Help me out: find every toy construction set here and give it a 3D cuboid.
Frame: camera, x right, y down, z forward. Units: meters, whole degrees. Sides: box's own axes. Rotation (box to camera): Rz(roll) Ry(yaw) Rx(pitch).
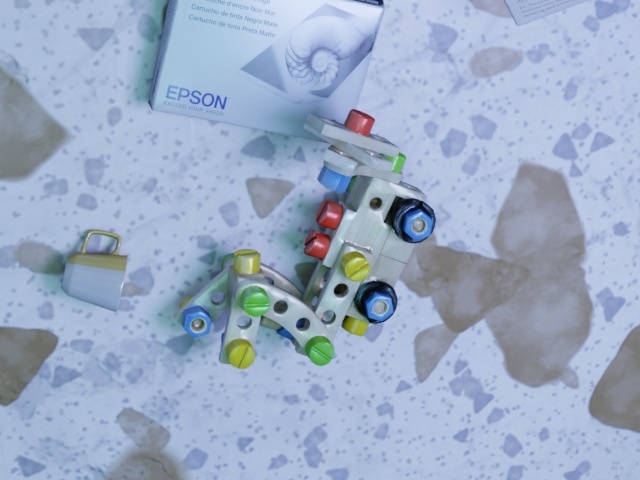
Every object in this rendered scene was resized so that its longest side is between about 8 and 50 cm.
[{"bbox_3d":[0.000,0.000,1.610,0.215,0.151,0.327,20,118,-19],"label":"toy construction set"}]

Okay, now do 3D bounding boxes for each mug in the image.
[{"bbox_3d":[-0.245,0.035,1.612,0.064,0.078,0.062,11,140,-9],"label":"mug"}]

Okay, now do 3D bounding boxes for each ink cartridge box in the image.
[{"bbox_3d":[-0.050,-0.225,1.560,0.223,0.045,0.224,9,108,-17],"label":"ink cartridge box"}]

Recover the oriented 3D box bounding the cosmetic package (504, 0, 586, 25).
[{"bbox_3d":[0.210,-0.387,1.396,0.197,0.155,0.365,-18,146,13],"label":"cosmetic package"}]
